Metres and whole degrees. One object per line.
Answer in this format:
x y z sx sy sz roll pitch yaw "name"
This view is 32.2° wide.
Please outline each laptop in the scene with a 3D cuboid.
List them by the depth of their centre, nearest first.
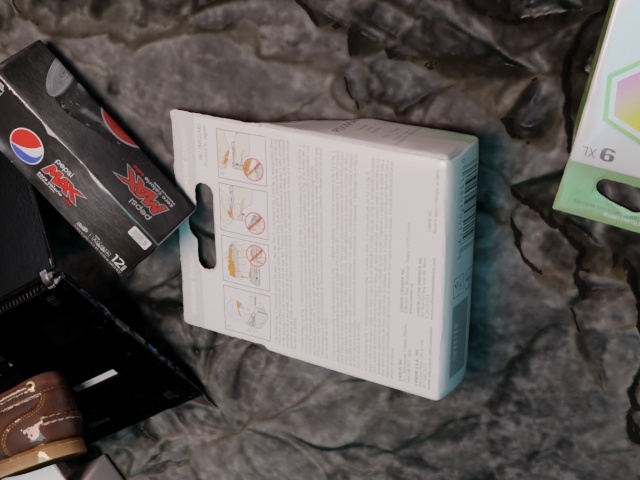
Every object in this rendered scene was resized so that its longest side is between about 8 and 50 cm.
-0.261 0.048 0.902 0.234 0.136 0.264 -26 129 24 "laptop"

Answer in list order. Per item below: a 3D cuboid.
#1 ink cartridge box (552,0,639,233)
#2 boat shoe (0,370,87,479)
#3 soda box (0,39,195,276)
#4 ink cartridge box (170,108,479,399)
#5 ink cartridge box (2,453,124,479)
0.219 -0.089 0.680 0.109 0.062 0.209 16 116 8 "ink cartridge box"
-0.276 0.163 0.875 0.207 0.073 0.073 -23 80 16 "boat shoe"
-0.173 -0.059 0.802 0.169 0.060 0.053 48 129 -7 "soda box"
0.000 0.000 0.799 0.225 0.056 0.181 14 117 30 "ink cartridge box"
-0.201 0.255 0.944 0.104 0.060 0.180 -28 102 24 "ink cartridge box"
